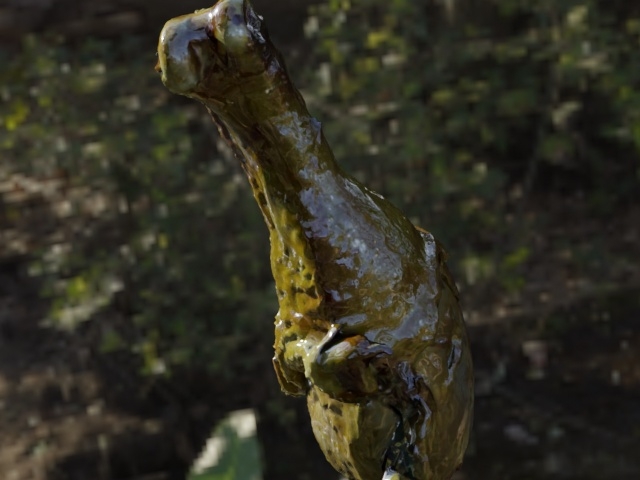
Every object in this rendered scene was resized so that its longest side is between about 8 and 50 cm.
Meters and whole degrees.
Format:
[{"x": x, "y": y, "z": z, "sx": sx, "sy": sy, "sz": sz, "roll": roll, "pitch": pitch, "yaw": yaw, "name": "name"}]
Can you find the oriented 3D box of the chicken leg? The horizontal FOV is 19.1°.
[{"x": 0.009, "y": 0.002, "z": 1.289, "sx": 0.140, "sy": 0.361, "sz": 0.211, "roll": -22, "pitch": 7, "yaw": -3, "name": "chicken leg"}]
